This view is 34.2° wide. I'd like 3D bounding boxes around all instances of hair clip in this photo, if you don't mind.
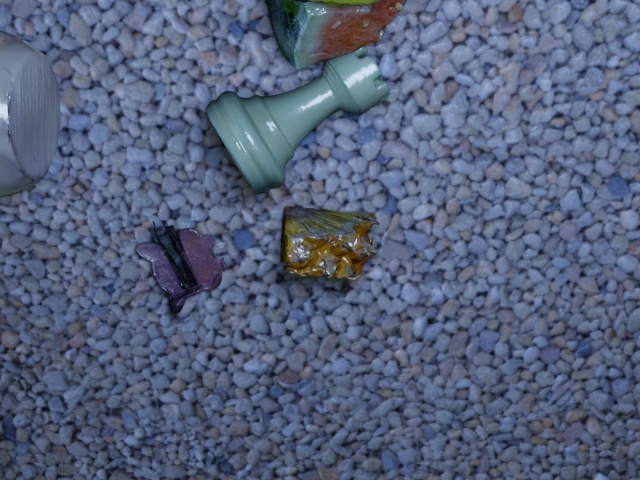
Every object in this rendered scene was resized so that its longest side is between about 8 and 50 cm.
[{"bbox_3d":[-0.267,0.036,2.008,0.146,0.056,0.187,-24,117,8],"label":"hair clip"}]

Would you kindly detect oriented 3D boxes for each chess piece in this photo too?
[{"bbox_3d":[-0.032,-0.231,1.841,0.299,0.194,0.194,-30,108,2],"label":"chess piece"}]

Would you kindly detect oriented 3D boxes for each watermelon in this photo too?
[{"bbox_3d":[0.050,-0.393,1.780,0.257,0.193,0.139,-17,125,-10],"label":"watermelon"}]

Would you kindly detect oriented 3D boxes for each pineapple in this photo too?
[{"bbox_3d":[0.000,0.000,1.941,0.236,0.186,0.114,-4,112,-45],"label":"pineapple"}]

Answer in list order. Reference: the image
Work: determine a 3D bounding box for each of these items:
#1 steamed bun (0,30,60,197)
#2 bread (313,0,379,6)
[{"bbox_3d":[-0.619,-0.219,1.784,0.309,0.309,0.309,0,111,0],"label":"steamed bun"},{"bbox_3d":[0.034,-0.551,1.642,0.348,0.308,0.348,0,108,-1],"label":"bread"}]
